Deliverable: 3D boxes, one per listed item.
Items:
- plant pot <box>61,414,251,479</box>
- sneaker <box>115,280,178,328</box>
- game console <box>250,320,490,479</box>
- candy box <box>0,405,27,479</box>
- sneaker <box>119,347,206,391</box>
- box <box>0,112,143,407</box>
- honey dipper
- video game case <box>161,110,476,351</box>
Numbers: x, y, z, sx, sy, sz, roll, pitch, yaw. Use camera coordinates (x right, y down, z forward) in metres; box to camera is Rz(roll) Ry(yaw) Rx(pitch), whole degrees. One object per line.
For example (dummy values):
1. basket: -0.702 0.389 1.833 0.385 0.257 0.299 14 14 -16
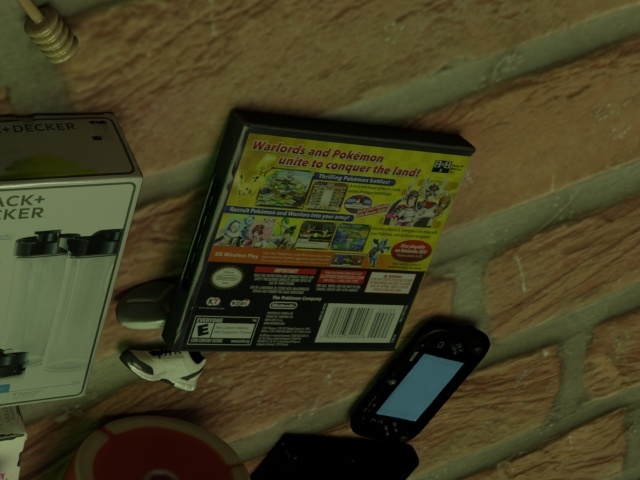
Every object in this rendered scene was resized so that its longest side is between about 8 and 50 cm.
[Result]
1. plant pot: -0.197 0.346 1.492 0.275 0.275 0.243 -2 126 -30
2. sneaker: -0.134 0.072 1.371 0.152 0.053 0.061 -10 141 -23
3. game console: 0.067 0.230 1.679 0.213 0.044 0.361 10 128 -39
4. candy box: -0.408 0.235 1.370 0.196 0.070 0.165 -5 136 -26
5. sneaker: -0.167 0.127 1.431 0.109 0.040 0.043 21 105 -48
6. box: -0.275 0.025 1.204 0.169 0.087 0.290 -4 135 -29
7. honey dipper: -0.237 -0.195 1.027 0.030 0.030 0.160 -32 140 4
8. video game case: 0.000 0.000 1.343 0.275 0.035 0.248 3 118 -34
